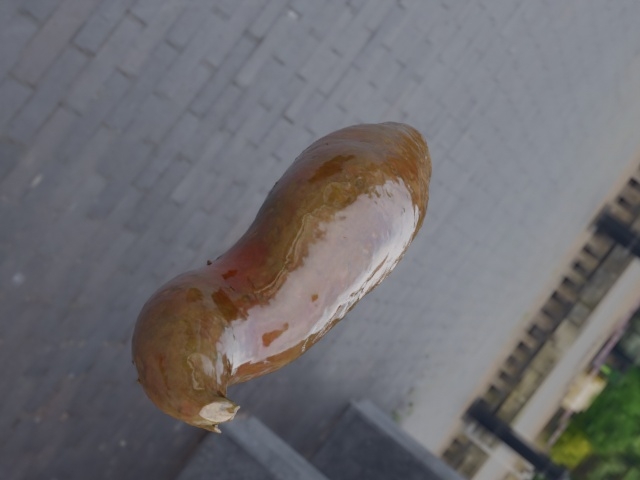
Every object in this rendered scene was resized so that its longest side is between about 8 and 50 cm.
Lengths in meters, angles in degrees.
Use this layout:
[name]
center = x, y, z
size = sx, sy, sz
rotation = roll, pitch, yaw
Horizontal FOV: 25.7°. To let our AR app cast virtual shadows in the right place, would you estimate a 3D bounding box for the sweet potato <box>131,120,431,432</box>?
[sweet potato]
center = -0.002, -0.001, 0.472
size = 0.202, 0.055, 0.058
rotation = -43, 143, -50
